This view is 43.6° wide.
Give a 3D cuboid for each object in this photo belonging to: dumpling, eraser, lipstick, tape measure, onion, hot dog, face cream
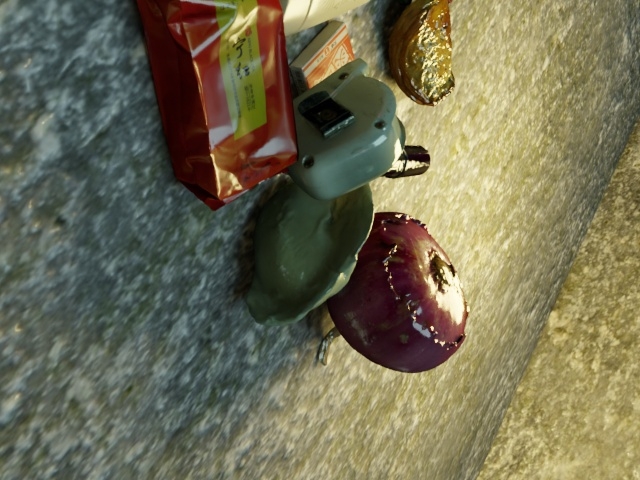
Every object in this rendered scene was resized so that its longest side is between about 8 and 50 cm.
[{"bbox_3d":[-0.027,0.003,1.506,0.270,0.212,0.320,136,-42,-81],"label":"dumpling"},{"bbox_3d":[0.023,-0.295,1.593,0.157,0.038,0.230,-53,142,-30],"label":"eraser"},{"bbox_3d":[0.158,-0.179,1.816,0.300,0.081,0.081,-9,110,-57],"label":"lipstick"},{"bbox_3d":[0.031,-0.203,1.437,0.243,0.246,0.125,-35,134,-9],"label":"tape measure"},{"bbox_3d":[0.146,0.111,1.750,0.358,0.345,0.358,5,84,-58],"label":"onion"},{"bbox_3d":[0.227,-0.437,1.789,0.175,0.114,0.259,-42,134,-35],"label":"hot dog"},{"bbox_3d":[0.000,-0.469,1.431,0.348,0.081,0.173,-37,150,-45],"label":"face cream"}]

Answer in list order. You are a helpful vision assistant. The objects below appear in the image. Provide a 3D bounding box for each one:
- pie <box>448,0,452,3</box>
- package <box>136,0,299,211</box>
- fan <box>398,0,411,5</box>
[{"bbox_3d":[0.299,-0.632,1.884,0.153,0.038,0.153,-34,132,-49],"label":"pie"},{"bbox_3d":[-0.149,-0.262,1.226,0.196,0.123,0.423,-35,134,-34],"label":"package"},{"bbox_3d":[0.194,-0.588,1.737,0.082,0.039,0.155,3,102,-58],"label":"fan"}]
